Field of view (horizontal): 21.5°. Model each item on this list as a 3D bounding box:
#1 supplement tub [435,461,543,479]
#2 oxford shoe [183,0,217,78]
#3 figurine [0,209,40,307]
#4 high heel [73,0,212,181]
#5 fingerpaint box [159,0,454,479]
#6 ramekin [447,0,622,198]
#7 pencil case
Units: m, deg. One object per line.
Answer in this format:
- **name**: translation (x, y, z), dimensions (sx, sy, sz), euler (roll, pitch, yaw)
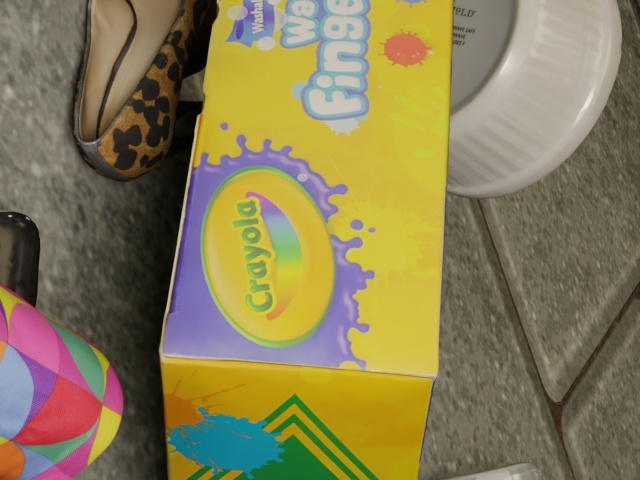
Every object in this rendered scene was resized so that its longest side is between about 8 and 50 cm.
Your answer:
- **supplement tub**: translation (0.168, 0.309, 1.571), dimensions (0.117, 0.117, 0.190), euler (5, 71, -63)
- **oxford shoe**: translation (-0.068, -0.220, 1.421), dimensions (0.083, 0.096, 0.227), euler (54, 31, -32)
- **figurine**: translation (-0.237, 0.086, 0.934), dimensions (0.215, 0.092, 0.210), euler (9, 72, -61)
- **high heel**: translation (-0.145, -0.179, 1.238), dimensions (0.186, 0.093, 0.261), euler (-35, 116, -69)
- **fingerpaint box**: translation (0.000, 0.000, 1.170), dimensions (0.371, 0.163, 0.445), euler (93, 1, -53)
- **ramekin**: translation (0.149, -0.186, 1.659), dimensions (0.127, 0.273, 0.273), euler (22, 56, -44)
- **pencil case**: translation (-0.198, 0.050, 0.840), dimensions (0.236, 0.104, 0.104), euler (46, 38, -51)
